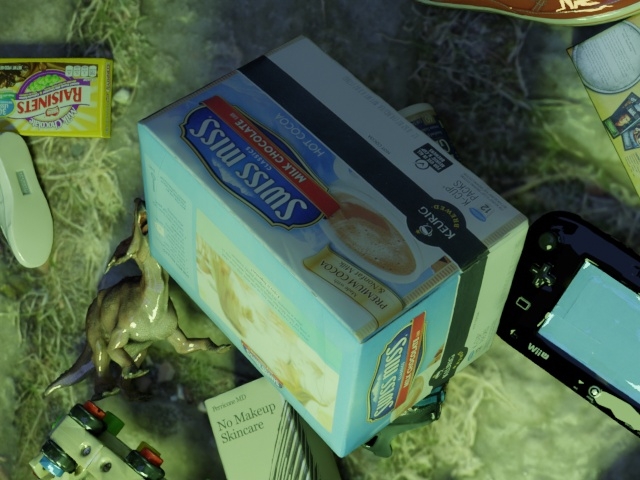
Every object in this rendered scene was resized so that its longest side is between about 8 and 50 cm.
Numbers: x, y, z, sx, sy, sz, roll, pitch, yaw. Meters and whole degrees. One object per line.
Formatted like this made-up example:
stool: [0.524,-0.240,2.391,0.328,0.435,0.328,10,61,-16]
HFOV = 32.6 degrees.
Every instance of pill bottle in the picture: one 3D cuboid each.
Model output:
pill bottle: [0.123,-0.063,1.247,0.094,0.094,0.169,-30,81,18]

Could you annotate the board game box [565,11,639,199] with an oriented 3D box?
board game box: [0.392,-0.134,1.175,0.165,0.042,0.243,-26,82,19]

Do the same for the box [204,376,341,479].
box: [-0.036,0.300,1.290,0.113,0.094,0.275,-25,74,18]

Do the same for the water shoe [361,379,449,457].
water shoe: [0.117,0.168,1.278,0.203,0.073,0.080,-43,106,13]

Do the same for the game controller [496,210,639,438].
game controller: [0.337,0.109,1.186,0.319,0.067,0.166,36,102,17]

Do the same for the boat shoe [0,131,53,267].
boat shoe: [-0.412,-0.051,1.464,0.063,0.066,0.184,-16,94,44]

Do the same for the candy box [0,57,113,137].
candy box: [-0.372,-0.191,1.463,0.205,0.027,0.105,3,95,20]

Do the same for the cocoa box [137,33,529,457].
cocoa box: [0.000,0.000,1.148,0.228,0.231,0.347,-33,61,-26]

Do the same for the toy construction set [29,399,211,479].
toy construction set: [-0.231,0.307,1.341,0.327,0.215,0.151,15,70,25]

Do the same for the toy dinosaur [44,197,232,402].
toy dinosaur: [-0.242,0.086,1.376,0.295,0.127,0.200,-35,68,34]

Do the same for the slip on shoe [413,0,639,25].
slip on shoe: [0.233,-0.308,1.188,0.331,0.101,0.123,8,73,20]
